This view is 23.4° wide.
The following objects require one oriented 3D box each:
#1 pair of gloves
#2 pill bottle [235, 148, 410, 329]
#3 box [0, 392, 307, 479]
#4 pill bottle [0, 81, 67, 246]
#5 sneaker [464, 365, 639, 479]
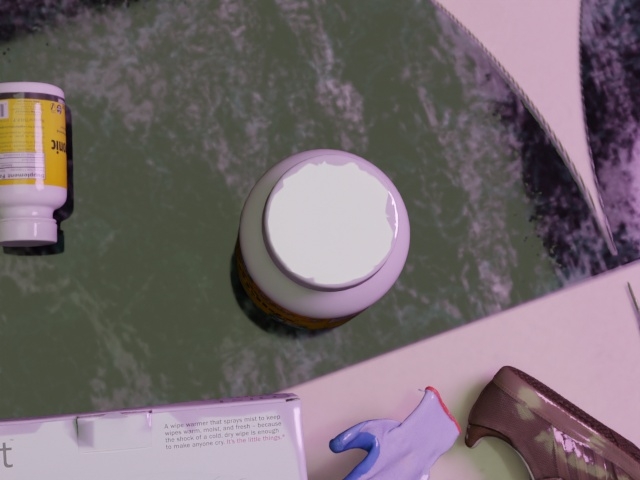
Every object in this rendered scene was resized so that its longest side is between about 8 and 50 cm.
[{"bbox_3d":[0.073,0.202,1.109,0.159,0.023,0.198,-44,114,-38],"label":"pair of gloves"},{"bbox_3d":[0.000,0.000,1.087,0.117,0.208,0.117,1,84,-5],"label":"pill bottle"},{"bbox_3d":[-0.136,0.233,1.092,0.262,0.127,0.231,-5,83,-5],"label":"box"},{"bbox_3d":[-0.221,-0.055,1.150,0.065,0.065,0.116,-1,84,-5],"label":"pill bottle"},{"bbox_3d":[0.195,0.172,1.166,0.188,0.066,0.071,36,100,4],"label":"sneaker"}]
